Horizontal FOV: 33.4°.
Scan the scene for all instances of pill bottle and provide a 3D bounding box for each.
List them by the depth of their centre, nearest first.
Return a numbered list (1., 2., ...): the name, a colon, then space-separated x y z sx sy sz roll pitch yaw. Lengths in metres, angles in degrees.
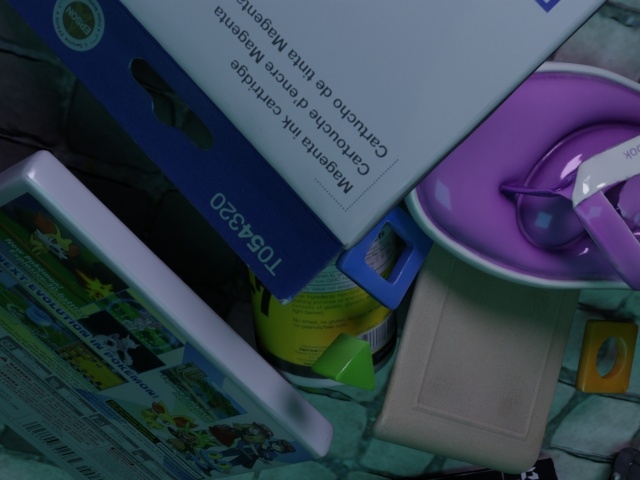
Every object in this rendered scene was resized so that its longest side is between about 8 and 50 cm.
1. pill bottle: 0.000 0.000 0.828 0.119 0.119 0.208 -2 122 2

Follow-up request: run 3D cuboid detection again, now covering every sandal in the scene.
1. sandal: 0.261 -0.028 0.782 0.416 0.102 0.169 13 90 -20

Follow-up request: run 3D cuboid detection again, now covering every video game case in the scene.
1. video game case: -0.198 0.094 0.877 0.300 0.036 0.329 -20 123 39

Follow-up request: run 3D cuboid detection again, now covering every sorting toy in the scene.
1. sorting toy: 0.128 0.078 0.855 0.347 0.047 0.196 22 85 -36

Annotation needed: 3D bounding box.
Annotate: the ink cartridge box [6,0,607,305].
1. ink cartridge box: -0.036 -0.165 0.675 0.324 0.071 0.330 47 114 4

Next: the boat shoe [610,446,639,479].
1. boat shoe: 0.305 0.284 1.058 0.065 0.075 0.206 32 136 32

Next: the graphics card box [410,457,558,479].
1. graphics card box: 0.071 0.355 1.073 0.371 0.094 0.233 -11 122 6
